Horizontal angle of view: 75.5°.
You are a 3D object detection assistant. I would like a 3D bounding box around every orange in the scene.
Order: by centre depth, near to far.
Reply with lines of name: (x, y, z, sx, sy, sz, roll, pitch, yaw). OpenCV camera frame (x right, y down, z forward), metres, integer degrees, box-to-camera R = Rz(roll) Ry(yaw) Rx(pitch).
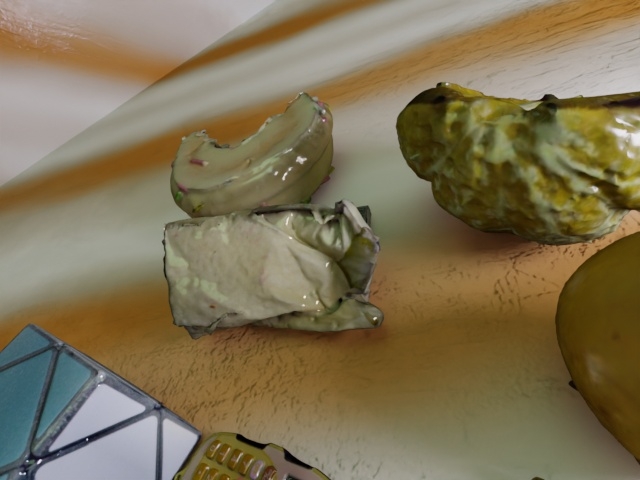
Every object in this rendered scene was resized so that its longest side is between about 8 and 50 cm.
orange: (0.273, -0.105, 0.541, 0.369, 0.210, 0.271, 17, 20, 36)

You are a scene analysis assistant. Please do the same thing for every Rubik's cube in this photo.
Rubik's cube: (-0.319, 0.258, 0.511, 0.205, 0.207, 0.205, 10, 54, 36)

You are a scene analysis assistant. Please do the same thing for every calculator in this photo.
calculator: (-0.086, 0.311, 0.468, 0.237, 0.033, 0.157, 5, 52, 34)

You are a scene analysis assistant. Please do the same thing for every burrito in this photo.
burrito: (-0.065, 0.048, 0.625, 0.332, 0.135, 0.190, -6, 82, 17)

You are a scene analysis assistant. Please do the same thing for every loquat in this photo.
loquat: (0.318, 0.094, 0.337, 0.244, 0.244, 0.244, -15, 44, 14)

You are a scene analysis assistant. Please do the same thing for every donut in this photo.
donut: (-0.139, -0.150, 0.860, 0.371, 0.150, 0.307, -13, 44, 16)

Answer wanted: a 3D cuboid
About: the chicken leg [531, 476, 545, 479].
chicken leg: (0.195, 0.287, 0.325, 0.093, 0.070, 0.178, -3, 38, 17)

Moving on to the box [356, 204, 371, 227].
box: (0.000, 0.000, 0.723, 0.178, 0.036, 0.115, -8, 47, 21)
